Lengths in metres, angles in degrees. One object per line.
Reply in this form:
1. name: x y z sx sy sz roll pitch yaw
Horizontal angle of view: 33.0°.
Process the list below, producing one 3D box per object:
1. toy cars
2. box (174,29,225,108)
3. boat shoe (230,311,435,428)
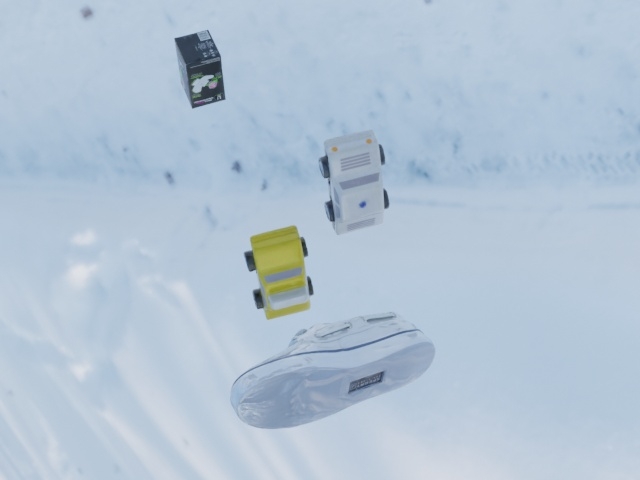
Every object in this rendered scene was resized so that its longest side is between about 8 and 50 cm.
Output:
1. toy cars: 0.000 0.000 1.709 0.394 0.176 0.087 -51 39 27
2. box: -0.167 -0.237 1.496 0.083 0.052 0.062 89 160 -50
3. boat shoe: 0.004 0.136 1.186 0.084 0.258 0.095 47 131 39
